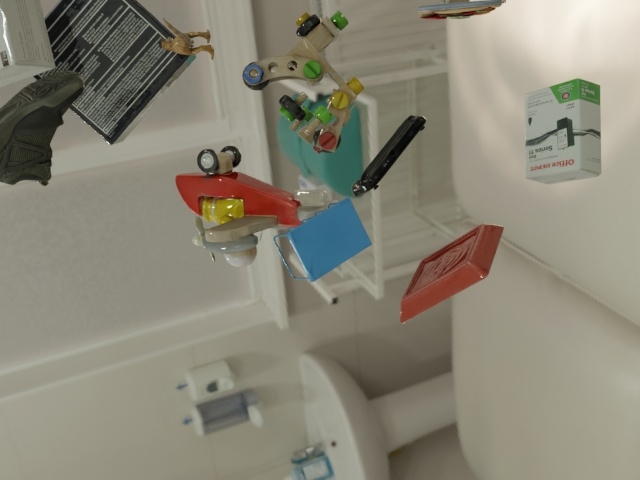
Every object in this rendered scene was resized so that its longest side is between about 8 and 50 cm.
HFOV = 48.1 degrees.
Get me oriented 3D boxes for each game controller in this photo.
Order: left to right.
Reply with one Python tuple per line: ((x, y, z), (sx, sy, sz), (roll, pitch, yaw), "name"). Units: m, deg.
((0.212, -0.263, 2.239), (0.067, 0.319, 0.166), (40, 159, -1), "game controller")

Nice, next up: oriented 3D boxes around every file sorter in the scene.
((0.000, 0.000, 1.577), (0.104, 0.170, 0.118), (-9, 110, 62), "file sorter")

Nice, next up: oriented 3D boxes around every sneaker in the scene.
((-0.472, -0.181, 1.208), (0.087, 0.227, 0.130), (33, 164, 41), "sneaker")

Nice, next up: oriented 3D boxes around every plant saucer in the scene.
((0.308, 0.066, 1.732), (0.259, 0.258, 0.048), (-34, 100, 34), "plant saucer")

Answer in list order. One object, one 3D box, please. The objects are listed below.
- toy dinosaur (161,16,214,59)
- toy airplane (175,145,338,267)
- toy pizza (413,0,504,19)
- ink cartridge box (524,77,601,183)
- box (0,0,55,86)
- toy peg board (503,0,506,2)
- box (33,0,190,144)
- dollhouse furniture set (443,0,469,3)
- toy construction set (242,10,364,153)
((-0.268, -0.389, 1.417), (0.211, 0.112, 0.064), (-167, 72, -69), "toy dinosaur")
((-0.151, -0.050, 1.793), (0.384, 0.386, 0.273), (46, 122, 56), "toy airplane")
((0.310, -0.517, 1.613), (0.201, 0.201, 0.032), (-147, 48, -62), "toy pizza")
((0.550, -0.243, 1.633), (0.153, 0.086, 0.209), (-9, 78, 54), "ink cartridge box")
((-0.670, -0.422, 1.476), (0.119, 0.181, 0.181), (-20, -81, -67), "box")
((0.494, -0.705, 1.860), (0.161, 0.079, 0.161), (-77, -16, -69), "toy peg board")
((-0.505, -0.438, 1.715), (0.294, 0.296, 0.183), (42, -176, -12), "box")
((0.389, -0.783, 2.058), (0.129, 0.129, 0.184), (40, 116, 22), "dollhouse furniture set")
((0.013, -0.331, 1.506), (0.257, 0.237, 0.309), (42, -178, 20), "toy construction set")
